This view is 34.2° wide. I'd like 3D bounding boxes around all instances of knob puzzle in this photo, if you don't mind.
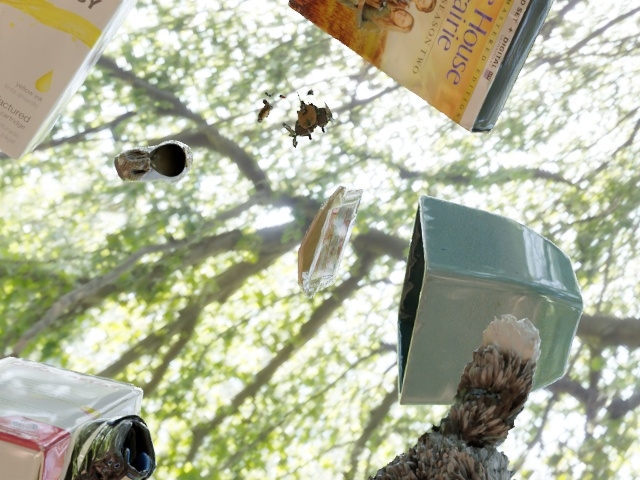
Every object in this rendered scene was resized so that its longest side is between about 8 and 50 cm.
[{"bbox_3d":[0.000,0.000,1.658,0.030,0.213,0.213,22,-57,18],"label":"knob puzzle"}]

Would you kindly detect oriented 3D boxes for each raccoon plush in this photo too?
[{"bbox_3d":[0.205,0.312,1.087,0.299,0.216,0.446,22,-94,36],"label":"raccoon plush"}]

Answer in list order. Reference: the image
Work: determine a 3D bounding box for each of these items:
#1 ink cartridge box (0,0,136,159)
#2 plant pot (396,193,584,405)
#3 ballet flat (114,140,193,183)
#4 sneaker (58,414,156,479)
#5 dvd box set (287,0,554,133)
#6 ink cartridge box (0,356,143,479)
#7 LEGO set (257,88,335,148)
[{"bbox_3d":[-0.453,-0.363,1.562,0.279,0.160,0.384,35,-75,-10],"label":"ink cartridge box"},{"bbox_3d":[0.260,0.104,1.605,0.252,0.248,0.247,8,-61,-1],"label":"plant pot"},{"bbox_3d":[-0.298,-0.149,1.953,0.058,0.250,0.084,-16,-91,23],"label":"ballet flat"},{"bbox_3d":[-0.246,0.292,1.155,0.079,0.217,0.121,31,-38,-35],"label":"sneaker"},{"bbox_3d":[0.146,-0.388,1.509,0.420,0.062,0.307,42,-58,33],"label":"dvd box set"},{"bbox_3d":[-0.399,0.262,1.375,0.226,0.306,0.131,12,-84,12],"label":"ink cartridge box"},{"bbox_3d":[-0.018,-0.115,0.959,0.083,0.023,0.054,37,-82,30],"label":"LEGO set"}]
